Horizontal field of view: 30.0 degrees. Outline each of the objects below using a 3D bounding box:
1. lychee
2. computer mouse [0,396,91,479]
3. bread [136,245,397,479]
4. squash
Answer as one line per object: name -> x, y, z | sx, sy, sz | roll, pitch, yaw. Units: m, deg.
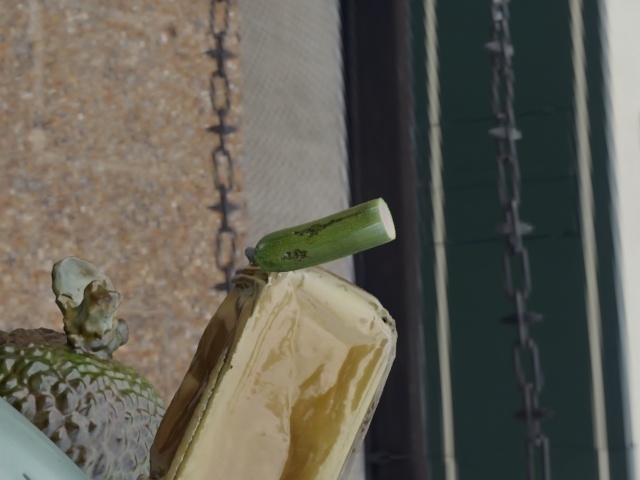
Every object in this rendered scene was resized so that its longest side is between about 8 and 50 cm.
lychee -> -0.295, 0.208, 1.298 | 0.320, 0.270, 0.270 | -42, 123, -14
computer mouse -> -0.215, 0.127, 0.664 | 0.159, 0.288, 0.097 | -25, 140, -66
bread -> -0.044, 0.137, 0.930 | 0.136, 0.107, 0.241 | 28, 77, -19
squash -> 0.000, 0.000, 0.688 | 0.027, 0.083, 0.027 | -18, 90, -72
